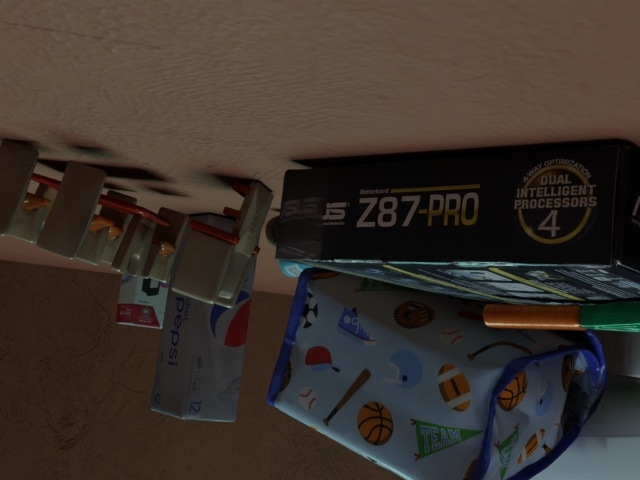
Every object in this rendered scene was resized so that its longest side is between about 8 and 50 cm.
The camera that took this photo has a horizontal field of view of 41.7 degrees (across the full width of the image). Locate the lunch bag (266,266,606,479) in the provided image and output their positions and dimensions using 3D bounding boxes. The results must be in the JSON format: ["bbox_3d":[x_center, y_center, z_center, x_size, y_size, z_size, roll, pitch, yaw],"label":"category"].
[{"bbox_3d":[0.182,0.163,1.144,0.328,0.238,0.386,25,-167,35],"label":"lunch bag"}]

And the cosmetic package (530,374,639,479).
[{"bbox_3d":[0.372,0.257,1.383,0.285,0.097,0.377,-2,-161,0],"label":"cosmetic package"}]

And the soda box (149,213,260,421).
[{"bbox_3d":[-0.164,0.110,1.205,0.091,0.286,0.098,13,170,-36],"label":"soda box"}]

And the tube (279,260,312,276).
[{"bbox_3d":[0.009,0.025,1.337,0.080,0.052,0.207,6,170,-34],"label":"tube"}]

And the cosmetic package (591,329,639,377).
[{"bbox_3d":[0.561,0.135,1.186,0.197,0.155,0.365,10,174,-10],"label":"cosmetic package"}]

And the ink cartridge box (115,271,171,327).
[{"bbox_3d":[-0.343,0.093,1.743,0.127,0.175,0.072,13,169,-39],"label":"ink cartridge box"}]

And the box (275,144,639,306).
[{"bbox_3d":[0.207,0.011,0.784,0.318,0.097,0.395,-2,169,43],"label":"box"}]

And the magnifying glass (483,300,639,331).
[{"bbox_3d":[0.247,0.064,0.706,0.231,0.026,0.092,-6,166,39],"label":"magnifying glass"}]

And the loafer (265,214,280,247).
[{"bbox_3d":[0.000,0.000,1.079,0.148,0.056,0.050,9,167,-11],"label":"loafer"}]

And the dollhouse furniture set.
[{"bbox_3d":[-0.197,-0.029,0.925,0.259,0.135,0.262,18,175,12],"label":"dollhouse furniture set"}]
